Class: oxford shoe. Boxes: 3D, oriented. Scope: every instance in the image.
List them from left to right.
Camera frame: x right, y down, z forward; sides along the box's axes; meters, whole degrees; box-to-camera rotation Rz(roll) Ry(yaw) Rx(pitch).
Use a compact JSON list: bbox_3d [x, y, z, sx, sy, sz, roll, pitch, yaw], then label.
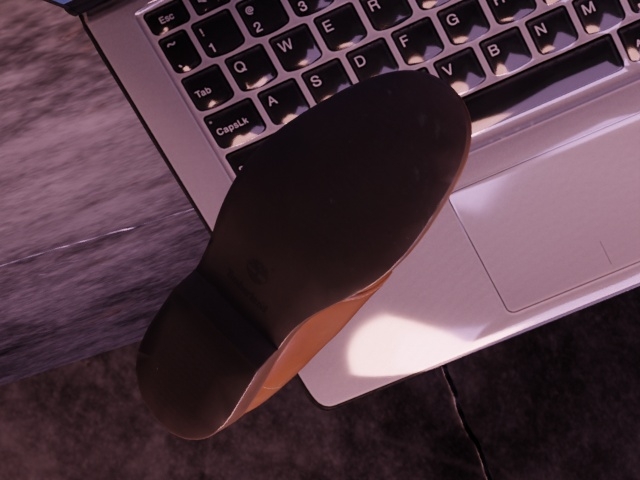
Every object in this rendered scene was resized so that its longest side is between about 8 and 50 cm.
[{"bbox_3d":[0.000,0.000,0.785,0.076,0.076,0.212,-21,159,-52],"label":"oxford shoe"}]

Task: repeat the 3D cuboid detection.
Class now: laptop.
[{"bbox_3d":[0.076,-0.088,0.742,0.382,0.408,0.236,-23,-153,14],"label":"laptop"}]
